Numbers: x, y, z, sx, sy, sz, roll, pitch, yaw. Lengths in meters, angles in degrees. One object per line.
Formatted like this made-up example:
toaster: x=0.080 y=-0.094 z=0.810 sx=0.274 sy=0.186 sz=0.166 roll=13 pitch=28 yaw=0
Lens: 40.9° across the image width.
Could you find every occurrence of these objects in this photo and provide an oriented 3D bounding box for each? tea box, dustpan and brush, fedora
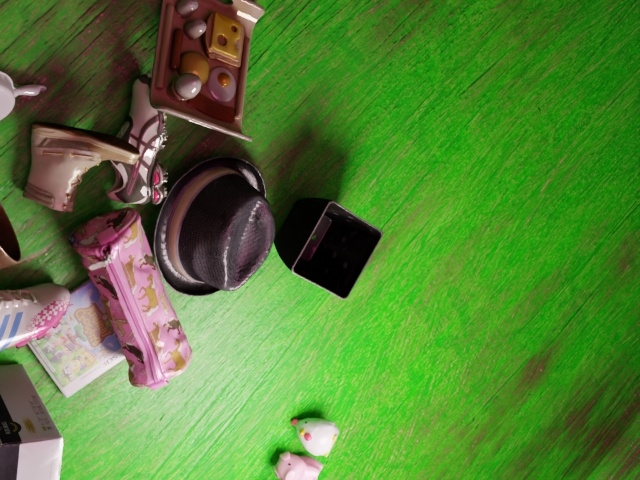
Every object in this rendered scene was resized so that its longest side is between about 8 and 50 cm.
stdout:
tea box: x=-0.700 y=0.407 z=1.634 sx=0.323 sy=0.329 sz=0.220 roll=2 pitch=107 yaw=-32
dustpan and brush: x=-0.596 y=-0.266 z=1.591 sx=0.211 sy=0.060 sz=0.147 roll=-9 pitch=150 yaw=-47
fedora: x=-0.205 y=-0.011 z=1.886 sx=0.334 sy=0.152 sz=0.334 roll=-21 pitch=123 yaw=-36

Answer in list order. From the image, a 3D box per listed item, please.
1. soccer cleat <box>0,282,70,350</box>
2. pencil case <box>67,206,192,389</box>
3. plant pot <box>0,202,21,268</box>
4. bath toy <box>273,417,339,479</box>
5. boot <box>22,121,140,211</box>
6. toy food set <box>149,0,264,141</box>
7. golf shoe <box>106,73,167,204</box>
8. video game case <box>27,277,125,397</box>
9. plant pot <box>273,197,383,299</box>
soccer cleat: x=-0.619 y=0.143 z=1.658 sx=0.331 sy=0.116 sz=0.143 roll=-40 pitch=136 yaw=-48
pencil case: x=-0.395 y=0.126 z=1.819 sx=0.167 sy=0.160 sz=0.386 roll=-44 pitch=127 yaw=-44
plant pot: x=-0.707 y=-0.004 z=1.570 sx=0.230 sy=0.215 sz=0.215 roll=-27 pitch=121 yaw=-7
bath toy: x=-0.075 y=0.617 z=2.259 sx=0.348 sy=0.129 sz=0.151 roll=-64 pitch=171 yaw=5
boot: x=-0.475 y=-0.135 z=1.704 sx=0.213 sy=0.077 sz=0.165 roll=12 pitch=104 yaw=-7
toy food set: x=-0.219 y=-0.374 z=1.750 sx=0.219 sy=0.092 sz=0.306 roll=15 pitch=74 yaw=-37
golf shoe: x=-0.379 y=-0.202 z=1.760 sx=0.120 sy=0.105 sz=0.273 roll=-6 pitch=110 yaw=-23
video game case: x=-0.523 y=0.211 z=1.867 sx=0.193 sy=0.023 sz=0.212 roll=-35 pitch=123 yaw=-18
plant pot: x=0.000 y=0.000 z=2.042 sx=0.187 sy=0.167 sz=0.188 roll=29 pitch=91 yaw=-38
